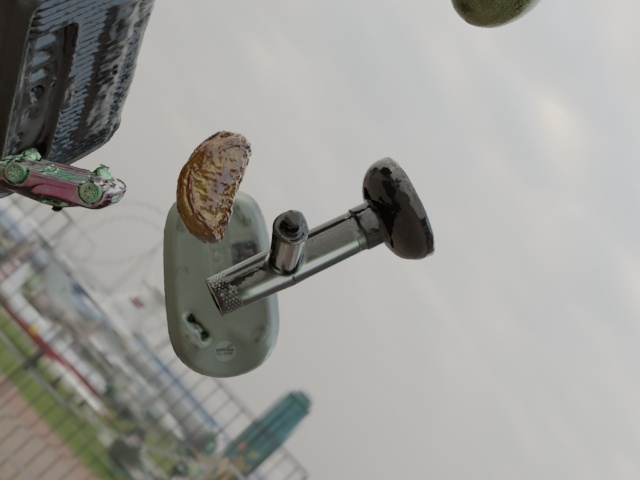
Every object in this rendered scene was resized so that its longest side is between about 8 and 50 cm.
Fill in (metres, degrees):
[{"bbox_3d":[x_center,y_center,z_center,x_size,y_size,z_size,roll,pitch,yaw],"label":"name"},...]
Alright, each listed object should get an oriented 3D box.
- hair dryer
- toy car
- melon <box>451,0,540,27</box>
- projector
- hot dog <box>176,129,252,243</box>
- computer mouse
[{"bbox_3d":[0.021,0.008,1.821,0.156,0.320,0.284,66,-19,-5],"label":"hair dryer"},{"bbox_3d":[-0.283,-0.060,1.464,0.142,0.055,0.069,14,17,-1],"label":"toy car"},{"bbox_3d":[0.261,-0.384,1.935,0.139,0.139,0.192,47,-39,2],"label":"melon"},{"bbox_3d":[-0.402,-0.321,1.612,0.405,0.242,0.395,46,-38,15],"label":"projector"},{"bbox_3d":[-0.134,-0.070,1.697,0.065,0.147,0.099,12,-11,21],"label":"hot dog"},{"bbox_3d":[-0.174,0.074,2.349,0.095,0.197,0.331,162,-75,-79],"label":"computer mouse"}]
